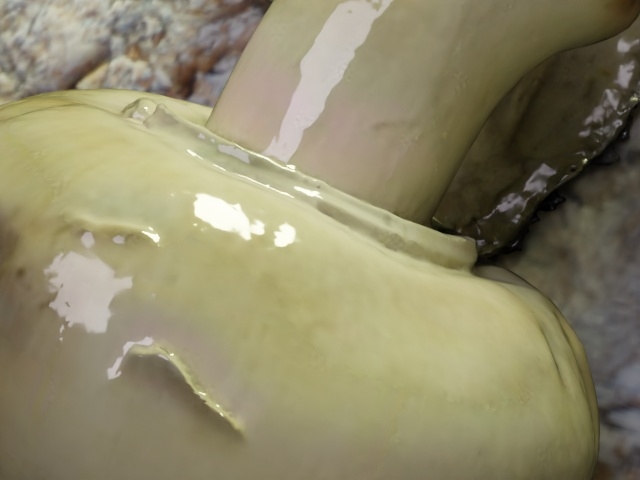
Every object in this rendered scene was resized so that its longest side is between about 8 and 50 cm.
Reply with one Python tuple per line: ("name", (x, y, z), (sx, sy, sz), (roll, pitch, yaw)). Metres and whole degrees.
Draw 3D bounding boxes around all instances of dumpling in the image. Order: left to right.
("dumpling", (0.106, -0.128, 0.885), (0.166, 0.086, 0.332), (3, 69, 33))

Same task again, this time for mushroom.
("mushroom", (-0.011, 0.030, 0.737), (0.356, 0.315, 0.315), (-33, 45, -32))

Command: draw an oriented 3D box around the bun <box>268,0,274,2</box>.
("bun", (-0.009, -0.206, 0.969), (0.138, 0.094, 0.138), (-22, 53, 32))
